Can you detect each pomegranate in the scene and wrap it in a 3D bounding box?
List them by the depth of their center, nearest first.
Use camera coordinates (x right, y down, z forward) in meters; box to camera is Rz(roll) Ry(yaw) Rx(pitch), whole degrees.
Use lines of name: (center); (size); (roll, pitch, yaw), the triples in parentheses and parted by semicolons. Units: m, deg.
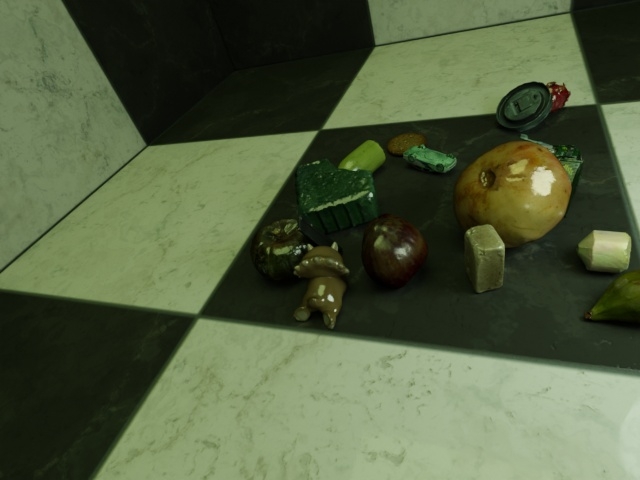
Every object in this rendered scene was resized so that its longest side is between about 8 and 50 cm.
pomegranate: (0.591, -0.128, 1.256); (0.337, 0.338, 0.338); (-12, 39, 10)

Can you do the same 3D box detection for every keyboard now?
keyboard: (-0.001, 0.000, 1.405); (0.023, 0.231, 0.072); (-29, 41, 28)

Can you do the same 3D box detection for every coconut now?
coconut: (0.778, 0.030, 1.128); (0.122, 0.116, 0.116); (7, 45, 32)

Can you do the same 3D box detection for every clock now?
clock: (0.883, -0.578, 1.773); (0.226, 0.049, 0.226); (-24, 52, 36)

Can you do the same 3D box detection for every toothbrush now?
toothbrush: (0.898, -0.393, 1.653); (0.016, 0.019, 0.219); (-23, 38, -13)

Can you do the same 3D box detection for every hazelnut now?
hazelnut: (0.230, 0.026, 1.285); (0.217, 0.218, 0.234); (-8, 38, 14)

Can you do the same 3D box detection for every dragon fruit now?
dragon fruit: (1.005, -0.626, 1.805); (0.165, 0.136, 0.133); (-31, 45, 17)

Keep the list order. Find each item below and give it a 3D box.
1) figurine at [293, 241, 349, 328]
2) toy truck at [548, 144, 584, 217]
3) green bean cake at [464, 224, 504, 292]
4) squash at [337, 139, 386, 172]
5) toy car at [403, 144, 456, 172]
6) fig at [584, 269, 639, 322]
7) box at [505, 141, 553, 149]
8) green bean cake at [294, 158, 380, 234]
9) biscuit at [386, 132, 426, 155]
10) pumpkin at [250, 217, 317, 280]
figurine: (0.000, 0.120, 1.293); (0.177, 0.173, 0.247); (8, 45, 29)
toy truck: (0.805, -0.210, 1.384); (0.121, 0.088, 0.259); (16, 62, 37)
green bean cake: (0.469, 0.054, 1.173); (0.085, 0.179, 0.109); (-12, 42, 7)
squash: (0.165, -0.328, 1.796); (0.247, 0.133, 0.132); (-41, 43, -23)
toy car: (0.459, -0.335, 1.723); (0.224, 0.076, 0.090); (29, 57, 34)
fig: (0.753, 0.144, 0.993); (0.184, 0.127, 0.133); (-15, 52, -1)
box: (0.813, -0.319, 1.576); (0.229, 0.050, 0.123); (18, 52, 37)
green bean cake: (0.065, -0.185, 1.613); (0.307, 0.169, 0.300); (-14, 48, 11)
biscuit: (0.406, -0.452, 1.923); (0.187, 0.027, 0.188); (-13, 38, 10)
pumpkin: (-0.130, 0.020, 1.455); (0.260, 0.189, 0.260); (-12, 40, 10)
